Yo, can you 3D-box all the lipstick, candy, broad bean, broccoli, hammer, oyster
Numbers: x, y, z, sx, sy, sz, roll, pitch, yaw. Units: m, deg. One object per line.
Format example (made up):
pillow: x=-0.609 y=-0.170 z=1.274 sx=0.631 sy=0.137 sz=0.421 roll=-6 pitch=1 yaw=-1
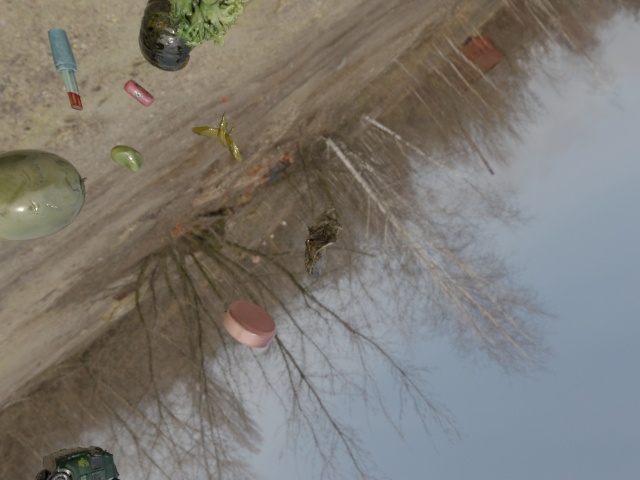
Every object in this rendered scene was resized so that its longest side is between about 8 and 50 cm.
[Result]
lipstick: x=-0.875 y=-0.585 z=1.645 sx=0.061 sy=0.273 sz=0.068 roll=-12 pitch=-177 yaw=31
candy: x=-0.318 y=0.368 z=2.124 sx=0.094 sy=0.255 sz=0.255 roll=-56 pitch=180 yaw=16
broad bean: x=-0.494 y=-0.213 z=1.219 sx=0.063 sy=0.083 sz=0.045 roll=-31 pitch=-138 yaw=32
broccoli: x=-0.279 y=-0.645 z=1.201 sx=0.248 sy=0.288 sz=0.245 roll=-21 pitch=-145 yaw=-15
hammer: x=-0.506 y=-0.410 z=1.328 sx=0.043 sy=0.083 sz=0.043 roll=-34 pitch=-147 yaw=26
oyster: x=-0.007 y=0.018 z=1.558 sx=0.396 sy=0.111 sz=0.204 roll=-74 pitch=-175 yaw=-71

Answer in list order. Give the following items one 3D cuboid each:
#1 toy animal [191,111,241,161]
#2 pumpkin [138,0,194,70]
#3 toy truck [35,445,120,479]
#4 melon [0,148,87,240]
toy animal: x=-0.358 y=-0.407 z=1.745 sx=0.155 sy=0.219 sz=0.095 roll=-67 pitch=174 yaw=26
pumpkin: x=-0.548 y=-0.781 z=1.754 sx=0.320 sy=0.192 sz=0.320 roll=-57 pitch=-160 yaw=36
toy truck: x=-0.377 y=0.465 z=0.760 sx=0.088 sy=0.258 sz=0.121 roll=-18 pitch=166 yaw=42
melon: x=-0.865 y=-0.135 z=1.410 sx=0.330 sy=0.268 sz=0.268 roll=-23 pitch=180 yaw=-16
